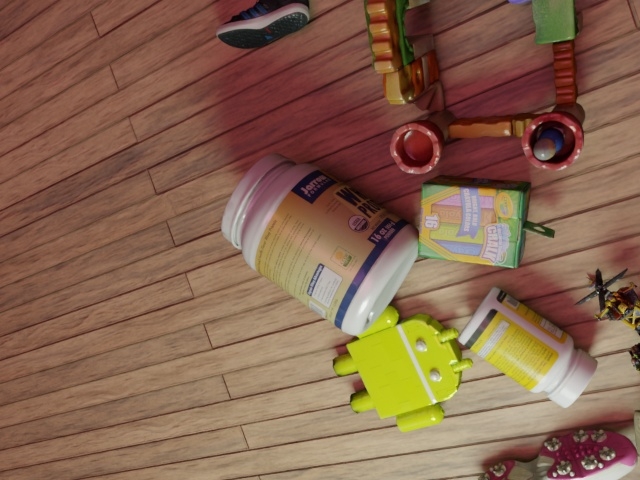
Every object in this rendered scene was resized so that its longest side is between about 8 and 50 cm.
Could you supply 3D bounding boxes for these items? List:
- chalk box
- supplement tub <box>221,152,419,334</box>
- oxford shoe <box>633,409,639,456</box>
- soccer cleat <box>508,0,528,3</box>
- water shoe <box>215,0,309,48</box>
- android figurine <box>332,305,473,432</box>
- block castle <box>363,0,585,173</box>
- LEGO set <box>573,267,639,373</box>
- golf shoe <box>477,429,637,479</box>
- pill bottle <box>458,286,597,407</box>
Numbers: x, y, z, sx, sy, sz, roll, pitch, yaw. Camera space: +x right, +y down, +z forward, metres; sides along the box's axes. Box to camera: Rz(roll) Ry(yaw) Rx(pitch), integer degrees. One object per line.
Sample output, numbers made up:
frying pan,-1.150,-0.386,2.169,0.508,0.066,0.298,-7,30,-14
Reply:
chalk box,0.286,-0.035,1.035,0.213,0.132,0.132,6,103,22
supplement tub,0.000,0.000,1.116,0.316,0.228,0.228,33,112,15
oxford shoe,0.688,0.289,0.919,0.396,0.140,0.147,-15,74,17
soccer cleat,0.411,-0.423,0.934,0.248,0.083,0.095,-26,93,23
water shoe,-0.109,-0.432,1.181,0.203,0.073,0.080,-5,71,25
android figurine,0.160,0.247,1.190,0.272,0.056,0.248,-23,90,28
block castle,0.224,-0.330,0.895,0.302,0.213,0.454,2,116,30
LEGO set,0.531,0.068,0.875,0.192,0.255,0.331,31,126,-13
golf shoe,0.429,0.441,1.090,0.306,0.115,0.140,-34,101,28
pill bottle,0.356,0.185,1.053,0.208,0.119,0.119,35,112,15
